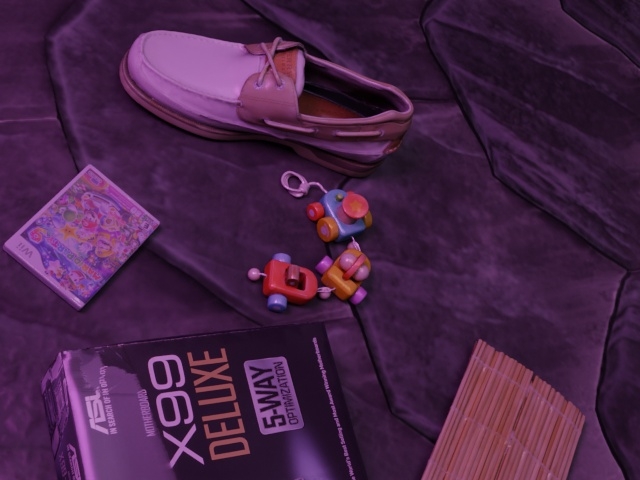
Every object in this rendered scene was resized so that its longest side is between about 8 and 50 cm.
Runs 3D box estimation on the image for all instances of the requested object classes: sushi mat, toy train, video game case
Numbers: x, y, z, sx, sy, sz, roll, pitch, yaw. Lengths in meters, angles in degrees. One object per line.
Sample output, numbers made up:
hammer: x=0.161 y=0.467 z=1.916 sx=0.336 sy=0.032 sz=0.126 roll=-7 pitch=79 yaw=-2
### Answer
sushi mat: x=0.162 y=0.252 z=0.992 sx=0.151 sy=0.019 sz=0.316 roll=37 pitch=52 yaw=-8
toy train: x=0.000 y=0.000 z=1.026 sx=0.125 sy=0.046 sz=0.166 roll=21 pitch=55 yaw=-19
video game case: x=-0.213 y=-0.005 z=0.929 sx=0.087 sy=0.011 sz=0.122 roll=40 pitch=51 yaw=-4

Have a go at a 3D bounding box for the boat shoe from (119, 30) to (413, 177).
boat shoe: x=-0.048 y=-0.158 z=1.052 sx=0.302 sy=0.103 sz=0.113 roll=13 pitch=57 yaw=-23

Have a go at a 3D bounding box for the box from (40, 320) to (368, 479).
box: x=-0.076 y=0.228 z=0.833 sx=0.243 sy=0.076 sz=0.307 roll=-3 pitch=65 yaw=-31
